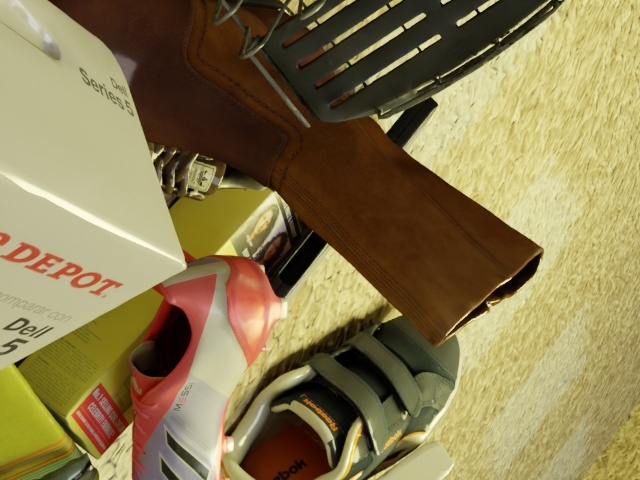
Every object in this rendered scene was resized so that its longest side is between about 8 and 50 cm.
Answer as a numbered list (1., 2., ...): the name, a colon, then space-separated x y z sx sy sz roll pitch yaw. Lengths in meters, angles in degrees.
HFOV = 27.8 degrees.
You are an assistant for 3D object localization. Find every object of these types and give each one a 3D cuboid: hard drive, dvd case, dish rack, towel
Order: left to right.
1. towel: -0.223 0.128 0.840 0.102 0.021 0.237 -23 147 -6
2. dish rack: -0.004 -0.180 0.617 0.208 0.271 0.074 -31 -158 25
3. dvd case: 0.000 0.000 1.049 0.253 0.022 0.180 -51 179 -10
4. hard drive: 0.031 0.304 1.362 0.203 0.040 0.307 -34 168 -13

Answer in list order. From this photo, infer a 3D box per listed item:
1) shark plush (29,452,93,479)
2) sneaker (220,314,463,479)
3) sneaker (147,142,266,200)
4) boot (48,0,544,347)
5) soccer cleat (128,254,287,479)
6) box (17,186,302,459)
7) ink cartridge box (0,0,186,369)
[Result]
1. shark plush: -0.227 0.181 0.845 0.161 0.073 0.067 -14 115 -6
2. sneaker: 0.028 0.166 1.253 0.321 0.126 0.127 -42 156 -26
3. sneaker: -0.098 -0.061 0.830 0.188 0.071 0.066 -8 127 -58
4. boot: -0.032 -0.035 0.726 0.096 0.280 0.264 -53 161 26
5. soccer cleat: -0.102 0.115 0.900 0.095 0.083 0.248 2 124 -33
6. box: -0.113 0.044 0.939 0.232 0.058 0.087 -47 154 -19
7. ink cartridge box: -0.221 0.002 0.500 0.272 0.115 0.198 -28 157 13
